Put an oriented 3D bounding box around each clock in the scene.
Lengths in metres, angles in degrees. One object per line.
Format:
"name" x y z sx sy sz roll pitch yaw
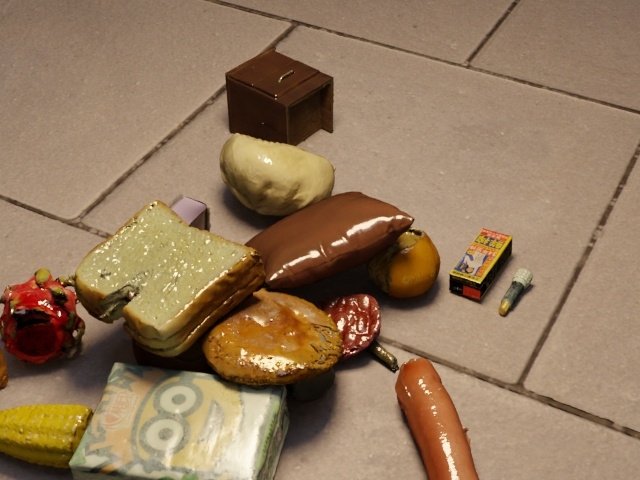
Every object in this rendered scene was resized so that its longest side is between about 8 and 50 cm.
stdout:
"clock" -0.297 0.019 1.991 0.073 0.145 0.193 23 45 17

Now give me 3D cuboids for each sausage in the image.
"sausage" 0.205 0.363 1.642 0.094 0.094 0.419 4 39 -18

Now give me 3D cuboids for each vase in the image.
"vase" -0.060 0.198 1.841 0.086 0.086 0.214 -20 40 -21

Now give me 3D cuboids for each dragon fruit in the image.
"dragon fruit" -0.512 0.131 1.858 0.166 0.160 0.172 -40 35 18

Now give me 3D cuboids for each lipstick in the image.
"lipstick" 0.380 0.103 1.982 0.037 0.037 0.116 23 50 24

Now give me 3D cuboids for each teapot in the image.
"teapot" -0.247 0.172 1.824 0.178 0.135 0.252 34 60 -11

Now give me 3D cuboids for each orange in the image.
"orange" 0.163 0.038 1.984 0.156 0.134 0.156 10 30 -6

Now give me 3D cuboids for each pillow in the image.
"pillow" 0.000 0.000 1.962 0.305 0.108 0.308 -25 16 -11

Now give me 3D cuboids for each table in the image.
"table" -0.094 -0.326 2.364 0.193 0.172 0.169 30 49 30

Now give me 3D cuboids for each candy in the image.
"candy" -0.479 0.324 1.684 0.199 0.094 0.106 2 42 13

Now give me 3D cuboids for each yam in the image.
"yam" 0.100 0.198 1.877 0.129 0.027 0.033 34 52 31

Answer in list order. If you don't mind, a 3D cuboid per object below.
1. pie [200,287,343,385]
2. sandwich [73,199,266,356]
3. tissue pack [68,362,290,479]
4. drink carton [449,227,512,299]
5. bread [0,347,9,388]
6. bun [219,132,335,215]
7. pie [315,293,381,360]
"pie" -0.078 0.167 1.746 0.273 0.069 0.273 6 32 -4
"sandwich" -0.276 0.068 1.751 0.273 0.095 0.249 26 55 34
"tissue pack" -0.224 0.330 1.651 0.311 0.128 0.228 7 42 10
"drink carton" 0.325 0.048 2.029 0.071 0.056 0.166 15 43 29
"bread" -0.657 0.202 1.774 0.143 0.158 0.149 -31 54 -33
"bun" -0.100 -0.132 2.142 0.259 0.160 0.259 16 4 -1
"pie" 0.043 0.162 1.880 0.153 0.038 0.153 -10 50 12
